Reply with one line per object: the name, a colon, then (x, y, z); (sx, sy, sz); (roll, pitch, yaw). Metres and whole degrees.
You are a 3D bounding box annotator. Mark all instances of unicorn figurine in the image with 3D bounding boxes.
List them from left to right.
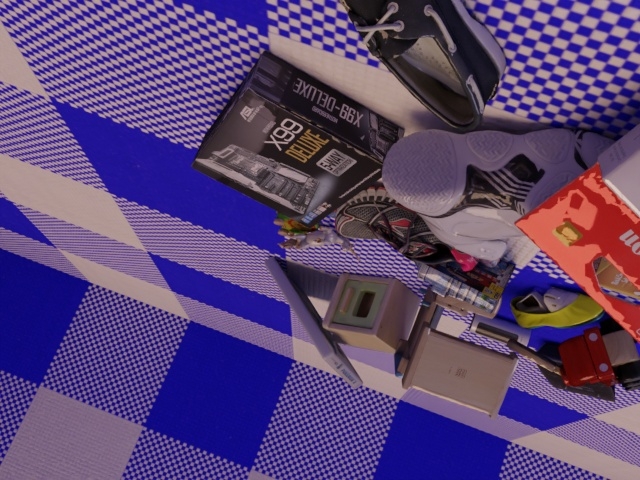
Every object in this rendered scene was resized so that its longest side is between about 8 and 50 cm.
unicorn figurine: (0.000, 0.000, 1.621); (0.162, 0.060, 0.111); (9, 177, 20)

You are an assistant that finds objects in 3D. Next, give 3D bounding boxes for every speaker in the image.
speaker: (0.420, 0.210, 1.768); (0.136, 0.055, 0.055); (19, 162, 9)

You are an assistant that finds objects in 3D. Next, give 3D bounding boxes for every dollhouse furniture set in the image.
dollhouse furniture set: (0.302, 0.196, 1.643); (0.198, 0.286, 0.303); (19, -170, 0)

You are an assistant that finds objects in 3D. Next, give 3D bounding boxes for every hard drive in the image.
hard drive: (0.627, 0.321, 1.849); (0.172, 0.054, 0.255); (9, 158, 33)

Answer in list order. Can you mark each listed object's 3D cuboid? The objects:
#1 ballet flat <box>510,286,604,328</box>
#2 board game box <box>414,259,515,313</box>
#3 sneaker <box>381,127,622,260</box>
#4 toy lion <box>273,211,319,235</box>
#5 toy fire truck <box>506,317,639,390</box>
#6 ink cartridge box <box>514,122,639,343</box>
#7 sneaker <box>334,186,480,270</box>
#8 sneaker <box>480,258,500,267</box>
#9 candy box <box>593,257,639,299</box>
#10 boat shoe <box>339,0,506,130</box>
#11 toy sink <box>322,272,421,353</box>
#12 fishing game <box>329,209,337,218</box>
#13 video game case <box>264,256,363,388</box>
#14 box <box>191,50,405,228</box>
ballet flat: (0.453, 0.131, 1.491); (0.077, 0.077, 0.231); (55, 157, -6)
board game box: (0.245, 0.056, 1.396); (0.194, 0.060, 0.194); (26, -156, 15)
sneaker: (0.282, -0.057, 1.055); (0.366, 0.137, 0.210); (9, 165, 26)
toy lion: (-0.049, -0.035, 1.646); (0.096, 0.034, 0.100); (10, 160, 9)
toy fire truck: (0.497, 0.228, 1.482); (0.246, 0.158, 0.217); (-20, 157, 19)
ink cartridge box: (0.418, 0.011, 0.862); (0.296, 0.066, 0.261); (41, 120, -11)
sneaker: (0.147, -0.020, 1.315); (0.299, 0.112, 0.121); (4, 155, 38)
sneaker: (0.299, 0.012, 1.345); (0.070, 0.051, 0.134); (27, 168, -5)
candy box: (0.512, 0.007, 1.030); (0.183, 0.087, 0.316); (19, 162, 5)
boat shoe: (0.095, -0.232, 0.818); (0.302, 0.091, 0.114); (32, 159, -30)
toy sink: (0.102, 0.175, 1.874); (0.234, 0.153, 0.131); (4, 155, 45)
fishing game: (0.008, -0.079, 1.437); (0.189, 0.041, 0.264); (3, 154, 39)
video game case: (-0.015, 0.225, 2.036); (0.329, 0.036, 0.300); (56, -179, 31)
box: (-0.048, -0.145, 1.206); (0.242, 0.076, 0.307); (27, 155, -16)
